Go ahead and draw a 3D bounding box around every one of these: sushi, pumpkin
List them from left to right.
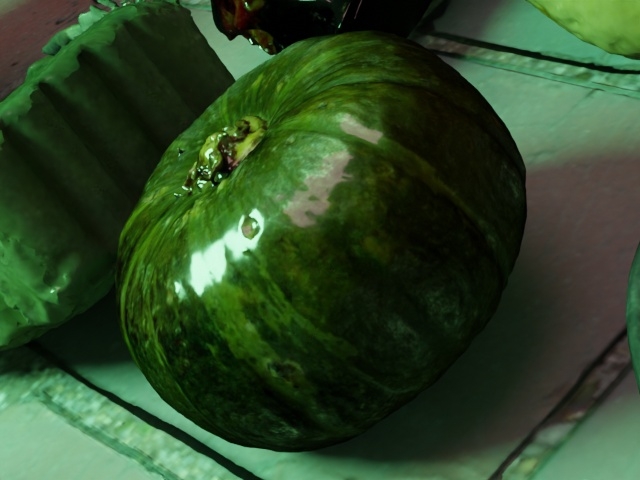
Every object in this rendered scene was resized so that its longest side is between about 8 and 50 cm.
[{"bbox_3d":[-0.006,-0.202,0.934,0.150,0.153,0.172,17,72,21],"label":"sushi"},{"bbox_3d":[0.000,0.000,0.669,0.223,0.157,0.224,-33,31,23],"label":"pumpkin"}]

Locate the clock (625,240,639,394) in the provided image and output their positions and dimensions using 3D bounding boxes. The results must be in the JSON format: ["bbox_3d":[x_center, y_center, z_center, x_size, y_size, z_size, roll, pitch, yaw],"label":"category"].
[{"bbox_3d":[0.276,0.020,0.532,0.319,0.066,0.319,-19,35,14],"label":"clock"}]

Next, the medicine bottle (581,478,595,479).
[{"bbox_3d":[0.122,0.131,0.438,0.069,0.119,0.183,-53,17,-15],"label":"medicine bottle"}]

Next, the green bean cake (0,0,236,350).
[{"bbox_3d":[-0.170,-0.034,0.821,0.227,0.125,0.222,-16,28,48],"label":"green bean cake"}]

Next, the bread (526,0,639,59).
[{"bbox_3d":[0.203,-0.212,0.805,0.244,0.134,0.244,-14,45,15],"label":"bread"}]
